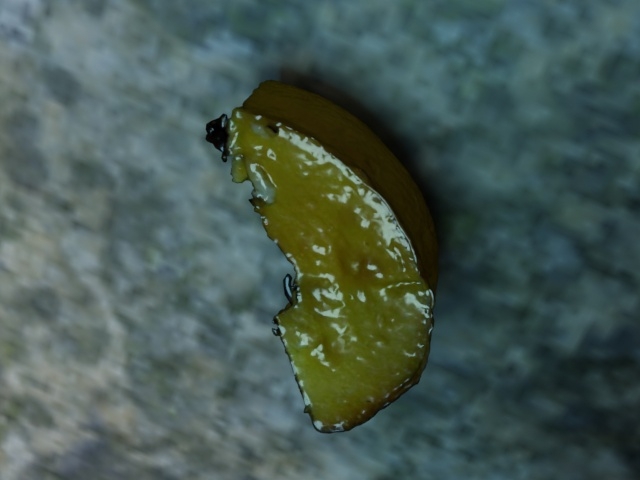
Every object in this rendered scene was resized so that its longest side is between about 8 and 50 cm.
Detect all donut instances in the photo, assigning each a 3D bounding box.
[{"bbox_3d":[0.000,0.000,0.371,0.083,0.038,0.067,45,131,-8],"label":"donut"}]
